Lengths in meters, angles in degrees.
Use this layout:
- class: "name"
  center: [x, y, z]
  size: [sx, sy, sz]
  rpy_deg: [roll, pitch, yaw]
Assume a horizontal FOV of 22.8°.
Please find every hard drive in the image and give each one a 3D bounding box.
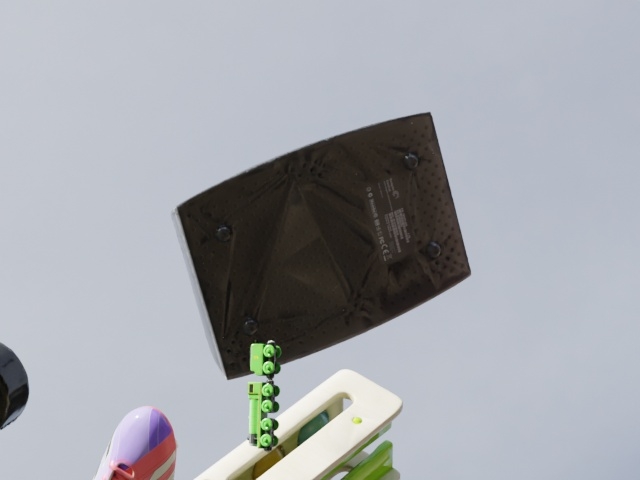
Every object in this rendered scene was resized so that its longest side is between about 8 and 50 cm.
- class: "hard drive"
  center: [0.000, 0.000, 1.361]
  size: [0.254, 0.054, 0.172]
  rpy_deg: [-22, -75, -25]

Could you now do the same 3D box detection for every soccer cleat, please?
- class: "soccer cleat"
  center: [-0.225, 0.286, 1.674]
  size: [0.083, 0.095, 0.248]
  rpy_deg: [35, -66, 16]

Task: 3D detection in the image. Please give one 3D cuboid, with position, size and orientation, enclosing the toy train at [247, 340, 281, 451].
- class: "toy train"
  center: [-0.043, 0.117, 1.194]
  size: [0.023, 0.083, 0.017]
  rpy_deg: [-1, -8, 24]

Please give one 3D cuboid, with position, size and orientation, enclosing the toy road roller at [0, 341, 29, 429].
- class: "toy road roller"
  center: [-0.466, 0.138, 1.494]
  size: [0.240, 0.202, 0.329]
  rpy_deg: [-41, -90, 24]

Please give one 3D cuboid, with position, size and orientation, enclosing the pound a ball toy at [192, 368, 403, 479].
- class: "pound a ball toy"
  center: [-0.052, 0.309, 1.796]
  size: [0.135, 0.319, 0.208]
  rpy_deg: [26, -47, 33]
